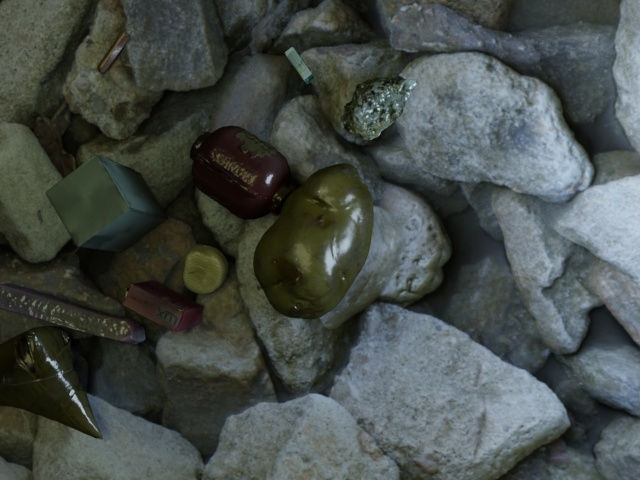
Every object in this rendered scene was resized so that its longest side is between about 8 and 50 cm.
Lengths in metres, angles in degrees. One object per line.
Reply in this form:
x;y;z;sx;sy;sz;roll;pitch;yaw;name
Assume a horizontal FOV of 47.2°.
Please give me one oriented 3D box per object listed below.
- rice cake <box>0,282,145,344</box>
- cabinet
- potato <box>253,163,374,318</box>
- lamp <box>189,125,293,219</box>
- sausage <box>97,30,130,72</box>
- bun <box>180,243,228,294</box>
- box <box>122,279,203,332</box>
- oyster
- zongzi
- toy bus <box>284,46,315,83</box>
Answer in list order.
-0.598;0.171;1.716;0.399;0.070;0.064;14;84;11;rice cake
-0.473;-0.078;1.641;0.145;0.206;0.150;-36;80;6;cabinet
-0.002;-0.001;1.548;0.218;0.202;0.351;30;84;0;potato
-0.179;-0.150;1.605;0.258;0.180;0.180;34;92;11;lamp
-0.503;-0.456;1.773;0.026;0.026;0.116;37;94;12;sausage
-0.263;0.064;1.660;0.115;0.069;0.115;1;105;3;bun
-0.354;0.146;1.649;0.156;0.111;0.060;27;98;13;box
0.124;-0.304;1.620;0.125;0.064;0.177;36;94;8;oyster
-0.673;0.373;1.686;0.273;0.145;0.300;-26;91;13;zongzi
-0.047;-0.399;1.672;0.031;0.037;0.083;-36;80;7;toy bus
